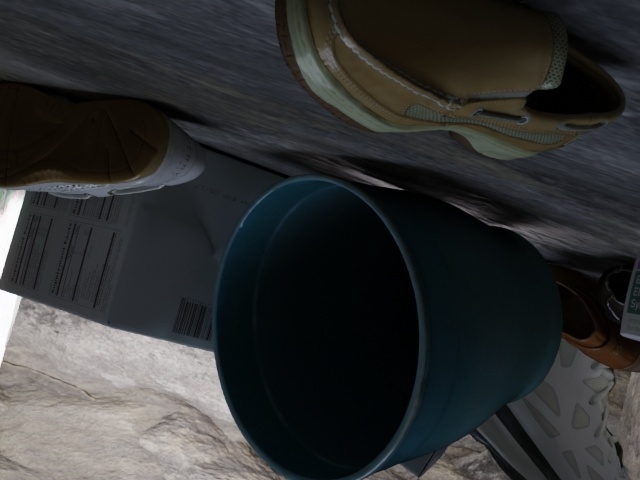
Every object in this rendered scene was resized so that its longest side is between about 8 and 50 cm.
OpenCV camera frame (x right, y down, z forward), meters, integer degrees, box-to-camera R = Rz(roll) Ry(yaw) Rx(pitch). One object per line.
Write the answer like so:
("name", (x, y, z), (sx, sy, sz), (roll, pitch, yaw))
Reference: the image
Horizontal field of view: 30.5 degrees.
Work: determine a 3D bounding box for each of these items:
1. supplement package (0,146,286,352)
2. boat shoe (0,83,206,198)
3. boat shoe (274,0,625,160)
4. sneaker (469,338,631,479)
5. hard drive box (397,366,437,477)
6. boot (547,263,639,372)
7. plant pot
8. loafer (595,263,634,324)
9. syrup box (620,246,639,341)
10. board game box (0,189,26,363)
("supplement package", (-0.185, 0.000, 1.272), (0.199, 0.198, 0.263), (19, 174, -38))
("boat shoe", (-0.224, -0.080, 1.068), (0.277, 0.098, 0.096), (11, 173, 34))
("boat shoe", (0.062, -0.075, 0.459), (0.072, 0.068, 0.190), (-4, 175, 37))
("sneaker", (0.332, 0.207, 1.424), (0.447, 0.257, 0.169), (46, -178, 4))
("hard drive box", (0.051, 0.153, 1.314), (0.232, 0.089, 0.181), (33, -176, 14))
("boot", (0.266, 0.066, 1.278), (0.197, 0.073, 0.152), (36, -172, 41))
("plant pot", (0.080, 0.078, 1.098), (0.255, 0.271, 0.272), (0, -173, -43))
("loafer", (0.367, 0.075, 1.127), (0.220, 0.080, 0.078), (13, 176, 24))
("syrup box", (0.356, 0.062, 0.907), (0.237, 0.096, 0.093), (16, 176, -28))
("board game box", (-0.396, 0.014, 1.398), (0.046, 0.317, 0.213), (15, 175, 6))
